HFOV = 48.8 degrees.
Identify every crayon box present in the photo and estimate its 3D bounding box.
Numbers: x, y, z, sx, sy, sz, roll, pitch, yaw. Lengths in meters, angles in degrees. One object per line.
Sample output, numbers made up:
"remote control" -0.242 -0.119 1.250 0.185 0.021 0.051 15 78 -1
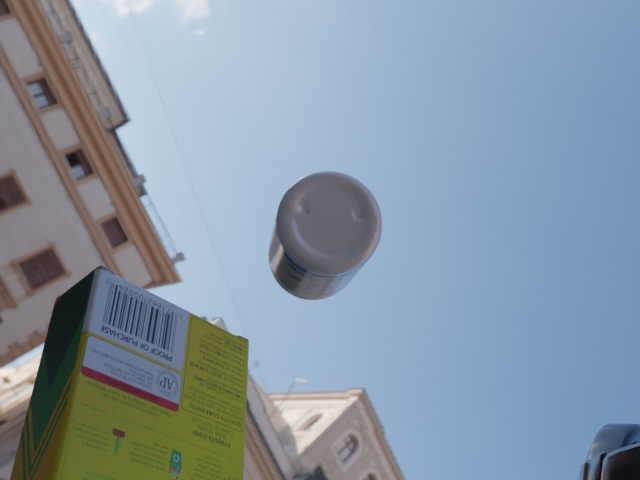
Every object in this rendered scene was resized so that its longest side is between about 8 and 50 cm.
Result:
"crayon box" -0.169 0.206 0.650 0.081 0.318 0.202 -31 -48 30

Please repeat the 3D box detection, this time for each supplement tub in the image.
"supplement tub" 0.000 0.000 0.496 0.071 0.071 0.107 51 -15 6

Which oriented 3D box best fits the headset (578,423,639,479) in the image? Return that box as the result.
"headset" 0.233 0.196 0.332 0.243 0.185 0.394 10 -26 12
